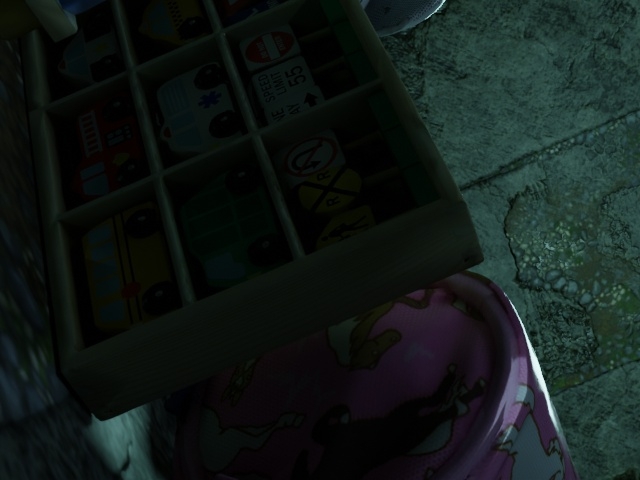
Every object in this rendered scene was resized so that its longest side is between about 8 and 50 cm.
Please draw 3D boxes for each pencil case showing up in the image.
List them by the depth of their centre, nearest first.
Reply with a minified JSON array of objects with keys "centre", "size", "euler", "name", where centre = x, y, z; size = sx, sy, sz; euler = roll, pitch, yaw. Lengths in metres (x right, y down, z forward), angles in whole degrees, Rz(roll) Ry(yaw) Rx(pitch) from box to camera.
[{"centre":[0.060,0.187,0.605],"size":[0.160,0.167,0.386],"euler":[-93,163,-47],"name":"pencil case"}]

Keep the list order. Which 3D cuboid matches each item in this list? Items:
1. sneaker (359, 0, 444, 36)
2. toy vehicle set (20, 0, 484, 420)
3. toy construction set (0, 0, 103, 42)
[{"centre":[-0.028,-0.106,0.727],"size":[0.137,0.210,0.366],"euler":[45,13,-34],"name":"sneaker"},{"centre":[-0.048,-0.054,0.566],"size":[0.267,0.166,0.035],"euler":[-111,177,-48],"name":"toy vehicle set"},{"centre":[-0.152,-0.228,0.425],"size":[0.327,0.151,0.215],"euler":[92,-24,-71],"name":"toy construction set"}]
